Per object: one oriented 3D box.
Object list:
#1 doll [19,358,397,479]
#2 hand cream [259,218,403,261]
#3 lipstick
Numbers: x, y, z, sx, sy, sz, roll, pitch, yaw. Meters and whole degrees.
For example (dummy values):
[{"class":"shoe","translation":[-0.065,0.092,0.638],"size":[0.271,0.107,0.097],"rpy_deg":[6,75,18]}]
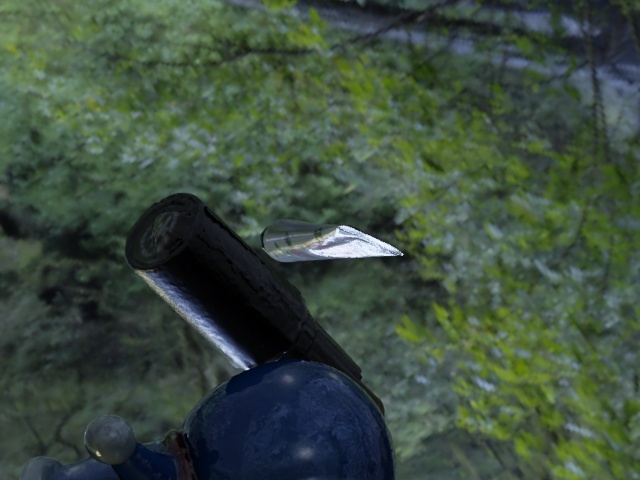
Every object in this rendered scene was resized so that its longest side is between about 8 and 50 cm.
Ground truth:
[{"class":"doll","translation":[-0.071,0.177,0.762],"size":[0.257,0.161,0.215],"rpy_deg":[-19,140,-7]},{"class":"hand cream","translation":[0.000,0.000,1.236],"size":[0.234,0.080,0.050],"rpy_deg":[-1,-112,61]},{"class":"lipstick","translation":[-0.039,0.075,0.897],"size":[0.081,0.300,0.081],"rpy_deg":[-25,-140,23]}]
